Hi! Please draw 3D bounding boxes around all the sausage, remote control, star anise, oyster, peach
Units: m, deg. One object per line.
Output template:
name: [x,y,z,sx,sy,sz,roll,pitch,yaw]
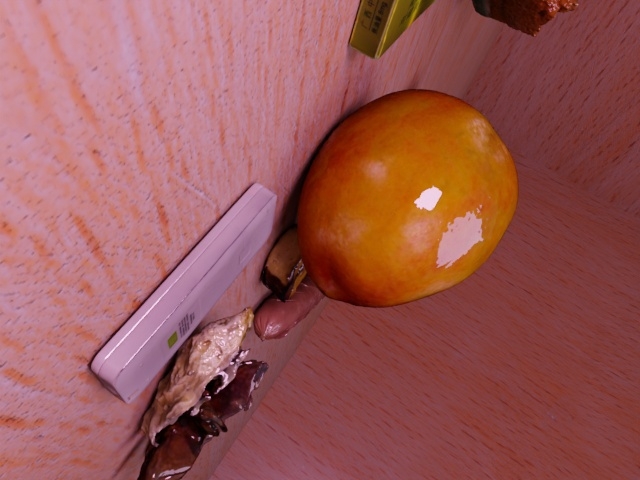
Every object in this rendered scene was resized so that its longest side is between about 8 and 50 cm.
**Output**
sausage: [-0.049,0.126,1.119,0.087,0.088,0.433,-60,172,15]
remote control: [-0.127,0.049,0.529,0.250,0.034,0.103,-54,171,-29]
star anise: [-0.179,0.264,0.778,0.288,0.088,0.288,-43,180,0]
oyster: [-0.171,0.175,0.662,0.209,0.072,0.133,-40,-170,33]
peach: [0.112,-0.050,0.733,0.332,0.308,0.308,-46,169,-14]

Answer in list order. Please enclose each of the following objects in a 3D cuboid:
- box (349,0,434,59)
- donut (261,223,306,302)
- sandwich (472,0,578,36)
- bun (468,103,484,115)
box: [0.120,-0.347,0.494,0.173,0.043,0.311,-53,171,-32]
donut: [-0.048,0.034,0.855,0.140,0.059,0.140,-56,171,-14]
sandwich: [0.376,-0.494,0.973,0.109,0.212,0.292,-44,-173,9]
bun: [0.265,-0.226,1.187,0.281,0.282,0.204,-32,128,-72]
